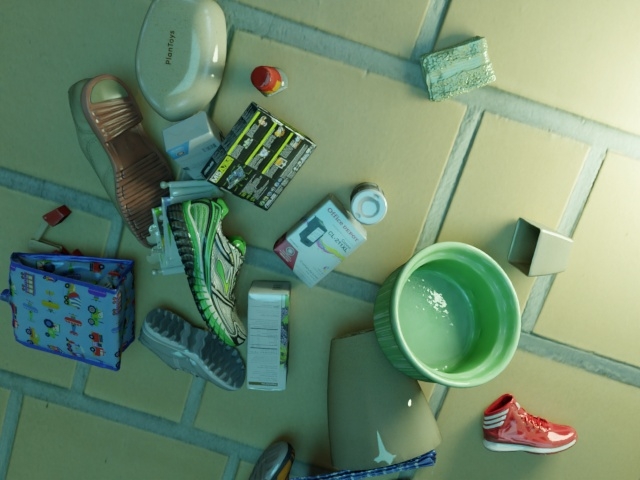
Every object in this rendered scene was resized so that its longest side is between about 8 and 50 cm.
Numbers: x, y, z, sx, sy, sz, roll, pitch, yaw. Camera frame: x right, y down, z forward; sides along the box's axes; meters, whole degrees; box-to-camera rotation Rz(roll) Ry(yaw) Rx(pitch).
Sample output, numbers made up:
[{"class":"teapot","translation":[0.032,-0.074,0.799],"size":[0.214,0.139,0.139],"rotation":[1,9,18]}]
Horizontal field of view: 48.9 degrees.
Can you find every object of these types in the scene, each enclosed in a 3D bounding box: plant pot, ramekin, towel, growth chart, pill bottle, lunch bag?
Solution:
[{"class":"plant pot","translation":[0.490,0.018,1.553],"size":[0.096,0.109,0.109],"rotation":[8,105,-13]},{"class":"ramekin","translation":[0.261,0.165,1.513],"size":[0.303,0.148,0.304],"rotation":[5,75,-20]},{"class":"plant pot","translation":[0.117,0.342,1.593],"size":[0.256,0.256,0.274],"rotation":[-14,87,6]},{"class":"towel","translation":[0.292,-0.363,1.497],"size":[0.148,0.027,0.110],"rotation":[-17,104,7]},{"class":"growth chart","translation":[-0.301,-0.029,1.571],"size":[0.171,0.021,0.237],"rotation":[0,114,-22]},{"class":"pill bottle","translation":[0.103,-0.084,1.521],"size":[0.078,0.137,0.078],"rotation":[1,103,2]},{"class":"lunch bag","translation":[-0.581,0.151,1.591],"size":[0.293,0.138,0.221],"rotation":[8,118,0]},{"class":"towel","translation":[0.108,0.536,1.649],"size":[0.335,0.243,0.040],"rotation":[-13,71,6]}]

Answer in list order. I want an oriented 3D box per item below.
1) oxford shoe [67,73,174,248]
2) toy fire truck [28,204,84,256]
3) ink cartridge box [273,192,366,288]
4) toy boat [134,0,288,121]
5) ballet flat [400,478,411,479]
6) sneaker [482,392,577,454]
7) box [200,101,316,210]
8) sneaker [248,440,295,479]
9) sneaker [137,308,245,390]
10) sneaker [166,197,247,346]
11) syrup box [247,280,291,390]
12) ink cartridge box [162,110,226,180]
[{"class":"oxford shoe","translation":[-0.433,-0.170,1.546],"size":[0.146,0.140,0.397],"rotation":[11,123,44]},{"class":"toy fire truck","translation":[-0.626,0.025,1.627],"size":[0.192,0.047,0.135],"rotation":[-38,99,12]},{"class":"ink cartridge box","translation":[0.000,0.000,1.580],"size":[0.175,0.072,0.127],"rotation":[-42,99,12]},{"class":"toy boat","translation":[-0.227,-0.364,1.474],"size":[0.318,0.148,0.268],"rotation":[17,100,6]},{"class":"ballet flat","translation":[0.177,0.625,1.754],"size":[0.041,0.041,0.114],"rotation":[42,102,-8]},{"class":"sneaker","translation":[0.495,0.431,1.665],"size":[0.221,0.087,0.128],"rotation":[-6,106,3]},{"class":"box","translation":[-0.130,-0.174,1.506],"size":[0.184,0.045,0.191],"rotation":[26,108,-41]},{"class":"sneaker","translation":[-0.097,0.640,1.739],"size":[0.180,0.125,0.321],"rotation":[25,115,-8]},{"class":"sneaker","translation":[-0.304,0.267,1.668],"size":[0.281,0.105,0.115],"rotation":[37,133,-9]},{"class":"sneaker","translation":[-0.217,0.071,1.528],"size":[0.146,0.134,0.344],"rotation":[-18,105,-12]},{"class":"syrup box","translation":[-0.119,0.219,1.632],"size":[0.096,0.093,0.237],"rotation":[2,105,2]},{"class":"ink cartridge box","translation":[-0.251,-0.191,1.519],"size":[0.104,0.180,0.060],"rotation":[-23,63,8]}]
